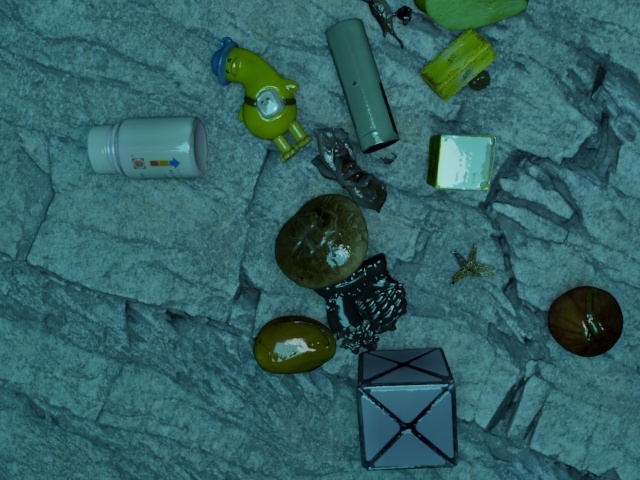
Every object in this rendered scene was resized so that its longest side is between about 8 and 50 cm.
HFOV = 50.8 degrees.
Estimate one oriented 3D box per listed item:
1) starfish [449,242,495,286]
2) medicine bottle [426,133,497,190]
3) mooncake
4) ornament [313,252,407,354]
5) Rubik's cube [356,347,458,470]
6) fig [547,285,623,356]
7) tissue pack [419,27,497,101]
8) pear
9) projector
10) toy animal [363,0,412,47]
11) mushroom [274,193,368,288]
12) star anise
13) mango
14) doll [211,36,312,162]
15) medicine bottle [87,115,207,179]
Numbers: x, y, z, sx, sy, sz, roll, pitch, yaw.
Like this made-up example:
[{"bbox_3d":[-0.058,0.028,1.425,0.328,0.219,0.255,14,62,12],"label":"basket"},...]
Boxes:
[{"bbox_3d":[0.402,0.078,1.868,0.130,0.041,0.133,-43,87,1],"label":"starfish"},{"bbox_3d":[0.352,-0.200,1.726,0.141,0.250,0.137,1,98,2],"label":"medicine bottle"},{"bbox_3d":[0.299,-0.335,1.804,0.150,0.057,0.347,20,119,-41],"label":"mooncake"},{"bbox_3d":[0.129,0.192,1.889,0.251,0.106,0.260,-26,101,11],"label":"ornament"},{"bbox_3d":[0.228,0.451,1.831,0.255,0.260,0.259,-5,98,3],"label":"Rubik's cube"},{"bbox_3d":[0.707,0.215,1.790,0.205,0.205,0.205,1,99,5],"label":"fig"},{"bbox_3d":[0.356,-0.458,1.754,0.176,0.062,0.095,-39,52,9],"label":"tissue pack"},{"bbox_3d":[0.357,-0.659,1.683,0.292,0.292,0.159,-8,57,6],"label":"pear"},{"bbox_3d":[0.107,-0.401,1.758,0.108,0.108,0.337,-18,87,7],"label":"projector"},{"bbox_3d":[0.162,-0.603,1.769,0.202,0.070,0.105,35,119,-5],"label":"toy animal"},{"bbox_3d":[0.000,0.000,1.823,0.278,0.146,0.278,-9,73,30],"label":"mushroom"},{"bbox_3d":[0.074,-0.191,1.788,0.110,0.198,0.257,-44,80,-11],"label":"star anise"},{"bbox_3d":[-0.073,0.295,1.898,0.236,0.136,0.166,2,99,2],"label":"mango"},{"bbox_3d":[-0.154,-0.389,1.791,0.199,0.145,0.363,-34,90,22],"label":"doll"},{"bbox_3d":[-0.466,-0.249,1.826,0.293,0.170,0.170,-2,99,4],"label":"medicine bottle"}]
